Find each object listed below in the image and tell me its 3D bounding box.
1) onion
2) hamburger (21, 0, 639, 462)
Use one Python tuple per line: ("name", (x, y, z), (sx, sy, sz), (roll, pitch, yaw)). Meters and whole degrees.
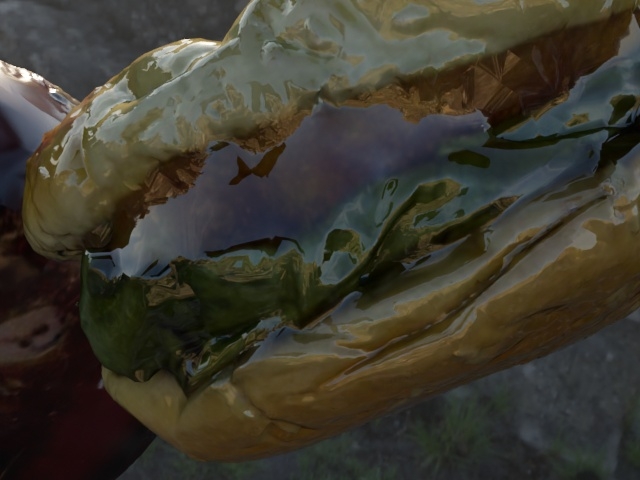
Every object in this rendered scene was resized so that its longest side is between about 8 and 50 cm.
("onion", (-0.319, 0.009, 0.802), (0.399, 0.398, 0.420), (-5, 34, -25))
("hamburger", (-0.002, -0.002, 0.426), (0.209, 0.330, 0.162), (-12, 79, -51))
